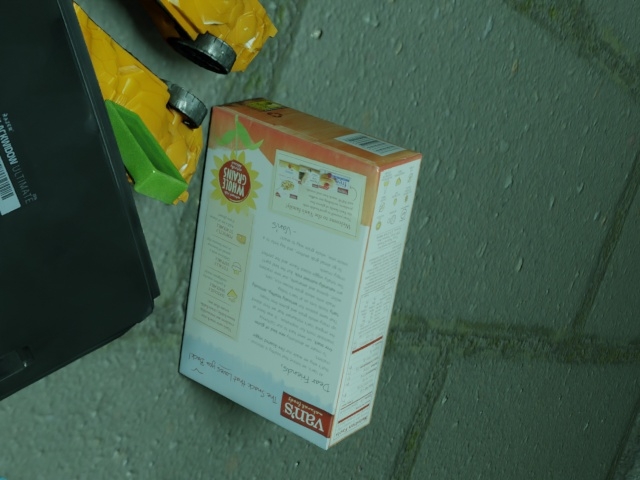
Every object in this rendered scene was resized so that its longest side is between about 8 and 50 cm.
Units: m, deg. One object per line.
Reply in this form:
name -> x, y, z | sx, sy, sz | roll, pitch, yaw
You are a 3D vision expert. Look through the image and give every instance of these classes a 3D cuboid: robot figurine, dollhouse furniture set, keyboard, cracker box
robot figurine -> -0.131, -0.137, 0.672 | 0.211, 0.085, 0.291 | -63, 153, -8
dollhouse furniture set -> -0.149, -0.006, 0.649 | 0.151, 0.059, 0.076 | -40, 156, 11
keyboard -> -0.191, -0.023, 0.532 | 0.201, 0.033, 0.317 | -28, 141, -18
cracker box -> -0.021, 0.023, 0.893 | 0.067, 0.155, 0.232 | -19, 126, -52

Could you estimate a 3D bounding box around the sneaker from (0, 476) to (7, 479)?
sneaker -> -0.248, 0.270, 0.778 | 0.087, 0.092, 0.229 | 8, 84, -56
